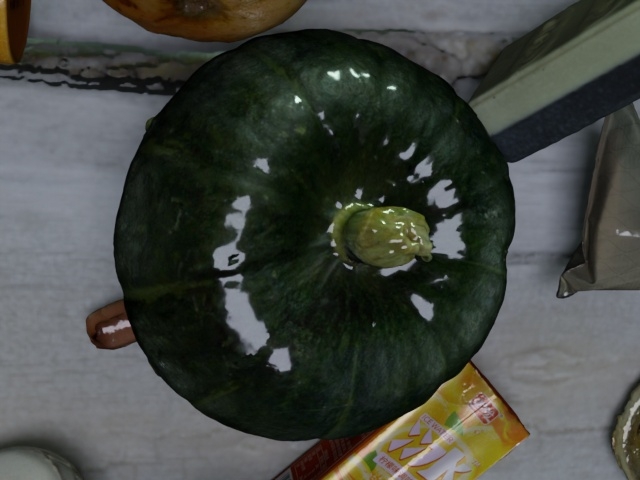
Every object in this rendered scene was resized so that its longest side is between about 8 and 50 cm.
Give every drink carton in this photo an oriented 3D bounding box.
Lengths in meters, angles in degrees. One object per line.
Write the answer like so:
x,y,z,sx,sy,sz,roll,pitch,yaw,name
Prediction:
0.061,0.194,0.860,0.223,0.071,0.096,-41,104,4,drink carton

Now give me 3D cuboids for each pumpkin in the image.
0.000,0.000,0.719,0.300,0.207,0.300,-1,94,-21,pumpkin

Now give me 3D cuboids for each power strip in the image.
0.216,-0.145,0.711,0.070,0.105,0.257,48,137,-11,power strip

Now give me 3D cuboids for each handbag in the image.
0.332,-0.037,0.809,0.270,0.117,0.182,-1,117,-6,handbag

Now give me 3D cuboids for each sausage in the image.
-0.106,0.058,0.824,0.177,0.040,0.047,-12,104,-5,sausage

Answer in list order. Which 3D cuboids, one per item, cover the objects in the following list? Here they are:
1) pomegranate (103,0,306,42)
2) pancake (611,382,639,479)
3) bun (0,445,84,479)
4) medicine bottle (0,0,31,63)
-0.080,-0.234,0.668,0.207,0.207,0.207,-1,104,-6,pomegranate
0.337,0.178,0.909,0.152,0.025,0.151,-2,105,-7,pancake
-0.244,0.245,0.826,0.138,0.138,0.094,-29,148,1,bun
-0.320,-0.183,0.683,0.222,0.149,0.112,4,103,-7,medicine bottle
